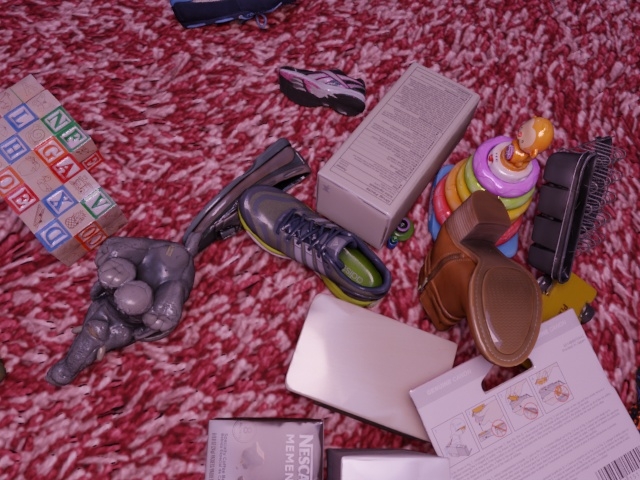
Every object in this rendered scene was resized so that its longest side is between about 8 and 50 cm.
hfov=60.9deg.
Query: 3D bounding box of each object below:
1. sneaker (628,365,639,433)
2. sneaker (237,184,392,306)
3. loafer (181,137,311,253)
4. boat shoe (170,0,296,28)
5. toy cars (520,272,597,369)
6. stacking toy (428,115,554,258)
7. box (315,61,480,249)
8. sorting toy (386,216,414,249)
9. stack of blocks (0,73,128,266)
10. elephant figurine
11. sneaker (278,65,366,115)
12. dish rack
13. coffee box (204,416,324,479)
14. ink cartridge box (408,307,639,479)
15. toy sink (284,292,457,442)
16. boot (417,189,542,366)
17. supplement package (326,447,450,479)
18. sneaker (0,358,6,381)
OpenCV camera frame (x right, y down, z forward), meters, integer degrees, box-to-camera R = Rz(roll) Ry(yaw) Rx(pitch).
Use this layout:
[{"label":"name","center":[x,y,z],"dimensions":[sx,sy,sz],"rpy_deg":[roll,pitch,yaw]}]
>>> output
[{"label":"sneaker","center":[0.567,0.274,0.901],"dimensions":[0.221,0.083,0.087],"rpy_deg":[-47,116,-25]},{"label":"sneaker","center":[0.000,0.000,0.893],"dimensions":[0.300,0.121,0.111],"rpy_deg":[33,72,-6]},{"label":"loafer","center":[-0.122,-0.069,0.951],"dimensions":[0.084,0.096,0.267],"rpy_deg":[41,71,3]},{"label":"boat shoe","center":[-0.166,-0.484,1.091],"dimensions":[0.258,0.089,0.109],"rpy_deg":[-4,59,-1]},{"label":"toy cars","center":[0.384,0.240,0.891],"dimensions":[0.176,0.087,0.394],"rpy_deg":[-3,75,-9]},{"label":"stacking toy","center":[0.290,-0.101,0.878],"dimensions":[0.165,0.302,0.175],"rpy_deg":[10,69,-1]},{"label":"box","center":[0.135,-0.153,0.957],"dimensions":[0.148,0.121,0.311],"rpy_deg":[34,66,14]},{"label":"sorting toy","center":[0.125,-0.019,0.976],"dimensions":[0.102,0.042,0.061],"rpy_deg":[-12,73,-9]},{"label":"stack of blocks","center":[-0.467,-0.123,0.941],"dimensions":[0.171,0.087,0.297],"rpy_deg":[-41,79,-16]},{"label":"elephant figurine","center":[-0.305,0.107,0.856],"dimensions":[0.186,0.239,0.169],"rpy_deg":[11,46,-32]},{"label":"sneaker","center":[0.006,-0.302,1.058],"dimensions":[0.178,0.072,0.077],"rpy_deg":[19,59,-6]},{"label":"dish rack","center":[0.441,-0.066,0.907],"dimensions":[0.271,0.208,0.074],"rpy_deg":[-19,32,-40]},{"label":"coffee box","center":[-0.081,0.408,0.776],"dimensions":[0.168,0.119,0.297],"rpy_deg":[2,71,-2]},{"label":"ink cartridge box","center":[0.296,0.276,0.786],"dimensions":[0.296,0.066,0.261],"rpy_deg":[-22,80,-14]},{"label":"toy sink","center":[0.068,0.200,0.853],"dimensions":[0.234,0.131,0.153],"rpy_deg":[20,71,-3]},{"label":"boot","center":[0.215,0.090,0.827],"dimensions":[0.109,0.220,0.283],"rpy_deg":[5,54,-15]},{"label":"supplement package","center":[0.081,0.357,0.740],"dimensions":[0.134,0.244,0.139],"rpy_deg":[2,72,-3]},{"label":"sneaker","center":[-0.551,0.137,0.858],"dimensions":[0.192,0.064,0.086],"rpy_deg":[37,77,11]}]
